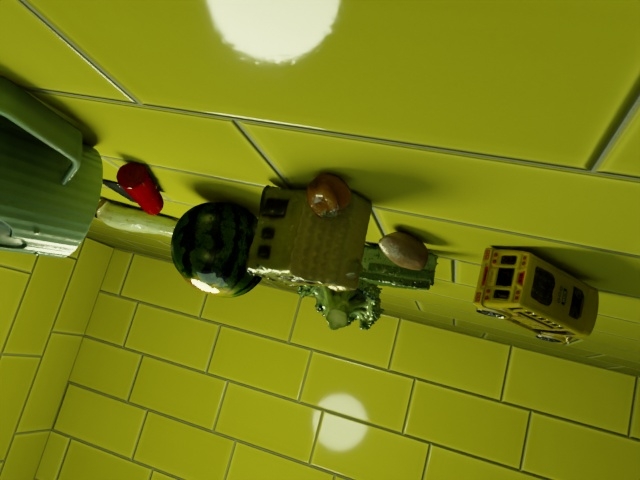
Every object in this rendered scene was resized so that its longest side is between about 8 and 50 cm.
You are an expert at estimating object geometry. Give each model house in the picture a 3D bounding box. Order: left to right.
[{"bbox_3d":[0.000,0.000,1.057,0.234,0.194,0.174,4,164,36],"label":"model house"}]

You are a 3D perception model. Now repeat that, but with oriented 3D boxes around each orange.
[{"bbox_3d":[0.016,-0.083,0.946,0.086,0.062,0.086,23,132,28],"label":"orange"}]

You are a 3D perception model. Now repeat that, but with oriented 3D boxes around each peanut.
[{"bbox_3d":[0.189,0.020,1.203,0.152,0.076,0.076,31,162,-39],"label":"peanut"}]

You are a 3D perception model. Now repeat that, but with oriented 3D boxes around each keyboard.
[{"bbox_3d":[-0.593,-0.145,1.612,0.067,0.011,0.202,11,169,11],"label":"keyboard"}]

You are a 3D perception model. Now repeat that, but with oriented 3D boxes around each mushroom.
[{"bbox_3d":[-0.634,-0.068,1.874,0.333,0.087,0.107,14,169,-4],"label":"mushroom"}]

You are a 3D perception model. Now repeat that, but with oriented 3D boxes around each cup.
[{"bbox_3d":[-0.652,-0.129,1.028,0.392,0.310,0.401,18,172,-43],"label":"cup"}]

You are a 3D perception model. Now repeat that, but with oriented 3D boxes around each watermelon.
[{"bbox_3d":[-0.258,0.024,1.380,0.268,0.269,0.269,15,169,3],"label":"watermelon"}]

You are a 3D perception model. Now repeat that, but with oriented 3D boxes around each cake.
[{"bbox_3d":[0.211,0.074,1.369,0.235,0.100,0.099,6,168,40],"label":"cake"}]

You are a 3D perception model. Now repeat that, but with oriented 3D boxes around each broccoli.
[{"bbox_3d":[0.069,0.167,1.706,0.288,0.235,0.260,8,175,0],"label":"broccoli"}]

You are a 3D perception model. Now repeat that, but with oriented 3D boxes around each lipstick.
[{"bbox_3d":[-0.450,-0.127,1.349,0.073,0.073,0.280,16,169,-5],"label":"lipstick"}]

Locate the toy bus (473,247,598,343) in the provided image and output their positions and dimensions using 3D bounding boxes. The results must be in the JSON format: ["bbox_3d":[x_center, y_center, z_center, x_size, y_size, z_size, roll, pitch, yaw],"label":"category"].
[{"bbox_3d":[0.485,0.130,1.153,0.331,0.145,0.151,23,165,-31],"label":"toy bus"}]
